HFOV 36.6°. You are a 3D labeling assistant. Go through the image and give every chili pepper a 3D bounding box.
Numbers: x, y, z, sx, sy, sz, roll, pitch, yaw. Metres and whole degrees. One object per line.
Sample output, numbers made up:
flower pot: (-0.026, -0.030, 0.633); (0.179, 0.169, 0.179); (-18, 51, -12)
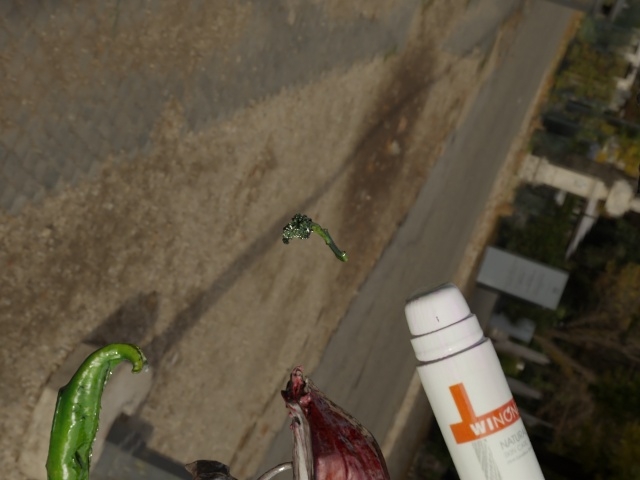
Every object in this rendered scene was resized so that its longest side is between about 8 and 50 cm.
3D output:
chili pepper: (-0.273, 0.281, 1.080); (0.076, 0.085, 0.359); (2, 107, -46)

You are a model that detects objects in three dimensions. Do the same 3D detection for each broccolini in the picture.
broccolini: (0.000, -0.007, 1.507); (0.194, 0.054, 0.052); (22, 66, -58)

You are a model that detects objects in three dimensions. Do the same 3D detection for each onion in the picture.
onion: (0.022, 0.288, 1.167); (0.227, 0.120, 0.283); (159, -76, -80)

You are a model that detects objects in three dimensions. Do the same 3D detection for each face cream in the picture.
face cream: (0.194, 0.217, 1.192); (0.345, 0.102, 0.102); (68, 17, 1)

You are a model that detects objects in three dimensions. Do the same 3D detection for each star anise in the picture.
star anise: (-0.059, 0.315, 1.322); (0.227, 0.218, 0.148); (-40, 148, -6)

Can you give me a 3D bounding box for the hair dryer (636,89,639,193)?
hair dryer: (0.566, -0.175, 1.605); (0.173, 0.050, 0.194); (161, -60, -87)
